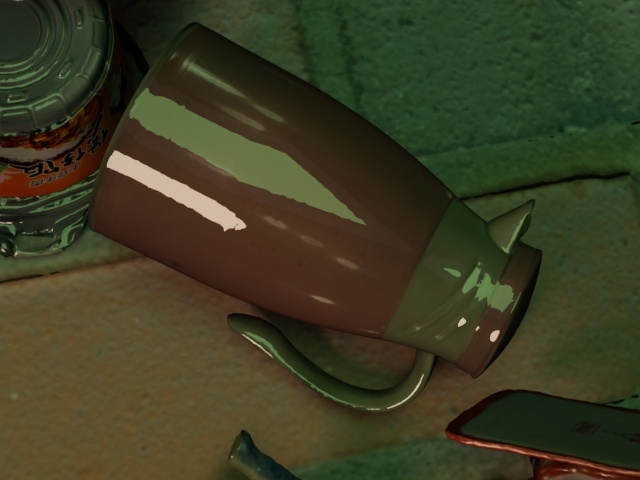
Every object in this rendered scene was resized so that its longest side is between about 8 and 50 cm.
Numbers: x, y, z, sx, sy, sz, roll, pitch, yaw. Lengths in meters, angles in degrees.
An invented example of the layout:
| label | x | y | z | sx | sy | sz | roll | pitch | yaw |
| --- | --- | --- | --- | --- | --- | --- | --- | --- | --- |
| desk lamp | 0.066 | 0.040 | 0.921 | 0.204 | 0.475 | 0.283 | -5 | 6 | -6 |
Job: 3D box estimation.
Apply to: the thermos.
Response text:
| label | x | y | z | sx | sy | sz | roll | pitch | yaw |
| --- | --- | --- | --- | --- | --- | --- | --- | --- | --- |
| thermos | 0.000 | 0.000 | 0.986 | 0.265 | 0.146 | 0.176 | 29 | 112 | 3 |

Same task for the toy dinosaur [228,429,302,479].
| label | x | y | z | sx | sy | sz | roll | pitch | yaw |
| --- | --- | --- | --- | --- | --- | --- | --- | --- | --- |
| toy dinosaur | -0.009 | 0.224 | 0.949 | 0.188 | 0.075 | 0.247 | 30 | 66 | -6 |

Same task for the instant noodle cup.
| label | x | y | z | sx | sy | sz | roll | pitch | yaw |
| --- | --- | --- | --- | --- | --- | --- | --- | --- | --- |
| instant noodle cup | -0.193 | -0.108 | 1.004 | 0.178 | 0.125 | 0.208 | -24 | 76 | -13 |

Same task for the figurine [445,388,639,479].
| label | x | y | z | sx | sy | sz | roll | pitch | yaw |
| --- | --- | --- | --- | --- | --- | --- | --- | --- | --- |
| figurine | 0.151 | 0.219 | 0.923 | 0.160 | 0.183 | 0.226 | 8 | 95 | 18 |
